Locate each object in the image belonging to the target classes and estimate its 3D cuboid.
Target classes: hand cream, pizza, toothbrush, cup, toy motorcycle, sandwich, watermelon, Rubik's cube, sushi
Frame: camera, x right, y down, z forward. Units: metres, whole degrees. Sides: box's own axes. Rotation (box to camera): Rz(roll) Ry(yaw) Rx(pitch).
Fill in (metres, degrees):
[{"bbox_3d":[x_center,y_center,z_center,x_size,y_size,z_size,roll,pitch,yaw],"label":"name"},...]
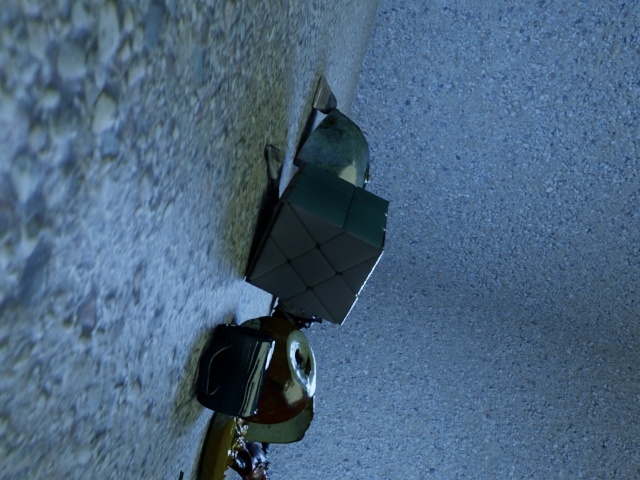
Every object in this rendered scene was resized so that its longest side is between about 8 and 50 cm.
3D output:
[{"bbox_3d":[0.011,-0.367,1.415,0.142,0.053,0.084,20,87,-78],"label":"hand cream"},{"bbox_3d":[-0.258,0.552,1.407,0.258,0.087,0.268,59,50,-84],"label":"pizza"},{"bbox_3d":[-0.087,-0.116,1.041,0.288,0.026,0.024,104,8,-74],"label":"toothbrush"},{"bbox_3d":[-0.152,0.232,0.974,0.150,0.113,0.138,123,-17,-90],"label":"cup"},{"bbox_3d":[-0.253,0.792,2.002,0.134,0.207,0.401,-44,-179,-3],"label":"toy motorcycle"},{"bbox_3d":[-0.157,0.545,1.689,0.087,0.251,0.226,-92,-167,-49],"label":"sandwich"},{"bbox_3d":[0.073,-0.231,1.461,0.188,0.175,0.322,-62,172,15],"label":"watermelon"},{"bbox_3d":[0.000,0.000,1.169,0.221,0.231,0.225,-63,-177,29],"label":"Rubik's cube"},{"bbox_3d":[-0.072,0.238,2.086,0.238,0.225,0.219,-30,161,-35],"label":"sushi"}]

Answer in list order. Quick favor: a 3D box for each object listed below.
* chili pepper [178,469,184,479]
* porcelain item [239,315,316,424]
[{"bbox_3d":[-0.272,0.516,0.904,0.071,0.063,0.272,38,72,-75],"label":"chili pepper"},{"bbox_3d":[-0.138,0.294,1.200,0.253,0.252,0.253,17,90,-88],"label":"porcelain item"}]
